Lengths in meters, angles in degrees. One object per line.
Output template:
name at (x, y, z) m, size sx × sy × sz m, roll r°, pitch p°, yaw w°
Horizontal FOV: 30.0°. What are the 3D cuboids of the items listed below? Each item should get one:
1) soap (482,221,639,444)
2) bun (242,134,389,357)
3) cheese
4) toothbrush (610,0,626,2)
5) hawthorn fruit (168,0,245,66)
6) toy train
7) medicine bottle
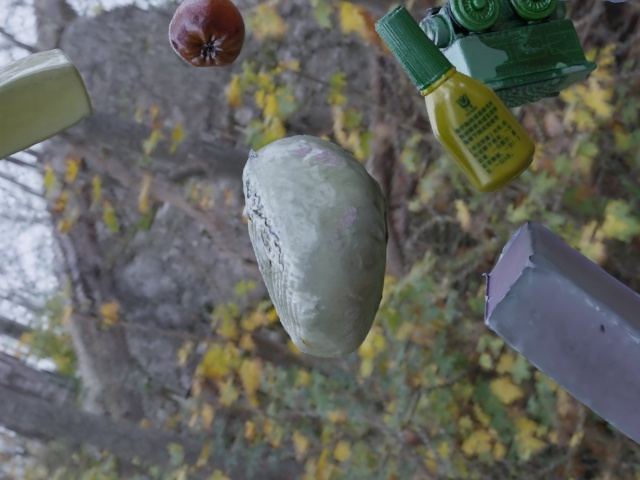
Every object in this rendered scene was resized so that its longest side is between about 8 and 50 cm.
soap at (0.322, 0.106, 1.344) m, size 0.107 × 0.285 × 0.296 m, roll -54°, pitch -3°, yaw 12°
bun at (0.001, 0.000, 1.447) m, size 0.273 × 0.168 × 0.273 m, roll 167°, pitch 90°, yaw -79°
cheese at (-0.520, -0.229, 2.031) m, size 0.242 × 0.124 × 0.265 m, roll -31°, pitch 19°, yaw -8°
toothbrush at (0.256, -0.263, 1.268) m, size 0.019 × 0.193 × 0.013 m, roll 65°, pitch 145°, yaw 30°
hawthorn fruit at (-0.176, -0.343, 1.917) m, size 0.140 × 0.125 × 0.125 m, roll -56°, pitch -13°, yaw -40°
toy train at (0.289, -0.319, 1.923) m, size 0.145 × 0.266 × 0.202 m, roll -34°, pitch 72°, yaw 65°
medicine bottle at (0.163, -0.181, 1.496) m, size 0.095 × 0.260 × 0.064 m, roll -40°, pitch 8°, yaw -4°
